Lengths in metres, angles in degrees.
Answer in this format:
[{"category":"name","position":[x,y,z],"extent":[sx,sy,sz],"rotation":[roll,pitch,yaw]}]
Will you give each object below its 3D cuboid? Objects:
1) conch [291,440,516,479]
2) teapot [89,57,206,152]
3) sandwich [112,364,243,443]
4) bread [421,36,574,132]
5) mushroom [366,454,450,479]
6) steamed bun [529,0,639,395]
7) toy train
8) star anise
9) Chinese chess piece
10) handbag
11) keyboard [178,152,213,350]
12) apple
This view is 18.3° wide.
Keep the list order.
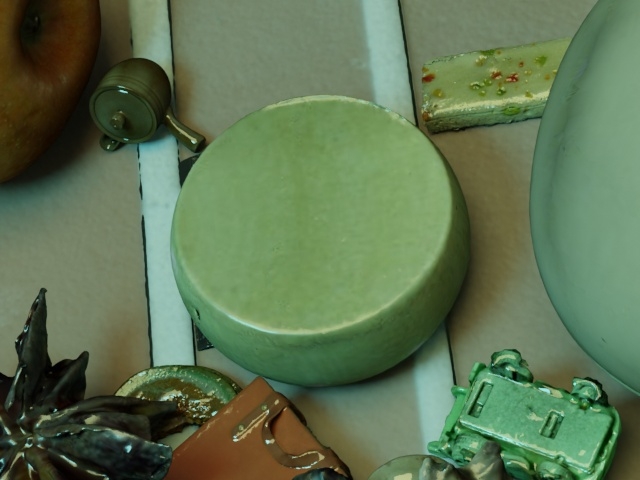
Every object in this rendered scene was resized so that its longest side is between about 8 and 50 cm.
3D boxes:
[{"category":"conch","position":[0.077,0.255,1.435],"extent":[0.313,0.186,0.241],"rotation":[7,69,15]},{"category":"teapot","position":[-0.154,-0.112,1.804],"extent":[0.110,0.085,0.080],"rotation":[26,45,-1]},{"category":"sandwich","position":[-0.128,0.136,1.663],"extent":[0.135,0.029,0.067],"rotation":[-14,58,10]},{"category":"bread","position":[0.163,-0.137,1.724],"extent":[0.153,0.028,0.068],"rotation":[-7,58,12]},{"category":"mushroom","position":[0.070,0.199,1.548],"extent":[0.085,0.085,0.079],"rotation":[-27,29,2]},{"category":"steamed bun","position":[0.318,-0.052,1.449],"extent":[0.334,0.334,0.374],"rotation":[18,99,26]},{"category":"toy train","position":[0.157,0.149,1.542],"extent":[0.149,0.081,0.099],"rotation":[17,68,19]},{"category":"star anise","position":[-0.221,0.175,1.584],"extent":[0.212,0.129,0.282],"rotation":[-46,47,-7]},{"category":"Chinese chess piece","position":[0.000,0.000,1.646],"extent":[0.250,0.101,0.250],"rotation":[-5,61,8]},{"category":"handbag","position":[-0.074,0.215,1.586],"extent":[0.190,0.063,0.127],"rotation":[-40,57,-3]},{"category":"keyboard","position":[-0.085,0.001,1.733],"extent":[0.074,0.015,0.196],"rotation":[-14,59,11]},{"category":"apple","position":[-0.317,-0.184,1.772],"extent":[0.206,0.252,0.272],"rotation":[9,52,22]}]
